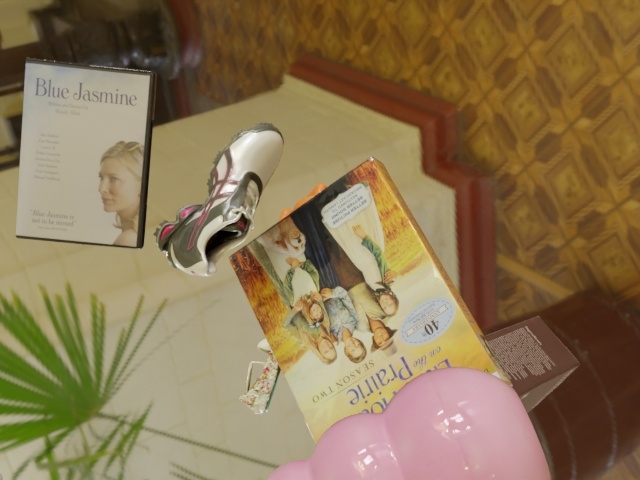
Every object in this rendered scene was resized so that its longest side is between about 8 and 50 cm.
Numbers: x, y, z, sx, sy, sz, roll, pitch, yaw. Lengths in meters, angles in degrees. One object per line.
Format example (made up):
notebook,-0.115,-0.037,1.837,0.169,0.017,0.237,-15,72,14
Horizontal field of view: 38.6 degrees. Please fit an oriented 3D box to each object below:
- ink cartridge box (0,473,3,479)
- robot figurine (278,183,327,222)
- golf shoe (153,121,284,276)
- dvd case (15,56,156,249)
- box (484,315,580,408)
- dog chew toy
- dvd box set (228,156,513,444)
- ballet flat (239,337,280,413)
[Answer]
ink cartridge box,-0.628,0.590,1.777,0.223,0.045,0.224,177,81,-76
robot figurine,0.002,0.000,1.773,0.158,0.128,0.220,46,-136,-48
golf shoe,-0.129,-0.057,1.406,0.120,0.273,0.105,27,167,42
dvd case,-0.329,-0.120,1.281,0.022,0.180,0.253,-97,13,-83
box,0.313,0.281,1.736,0.143,0.381,0.191,51,125,21
dog chew toy,0.081,0.275,1.020,0.206,0.331,0.207,-22,-90,-87
dvd box set,0.062,0.122,1.431,0.062,0.307,0.420,26,-146,-62
ballet flat,-0.120,0.279,2.102,0.091,0.077,0.241,116,175,-81
